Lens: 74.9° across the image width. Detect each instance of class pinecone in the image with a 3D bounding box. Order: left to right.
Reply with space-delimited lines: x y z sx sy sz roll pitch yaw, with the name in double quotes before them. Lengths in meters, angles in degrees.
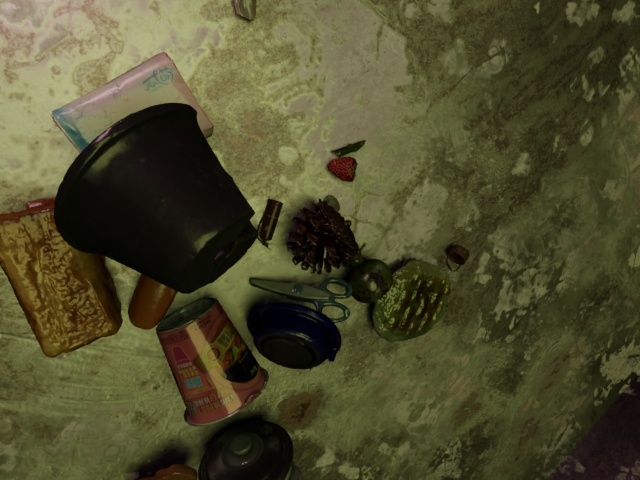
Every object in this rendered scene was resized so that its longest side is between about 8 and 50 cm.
"pinecone" 0.000 0.000 1.121 0.208 0.208 0.207 -6 105 -22

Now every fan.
"fan" 0.019 -0.099 1.203 0.080 0.003 0.060 -15 108 -19

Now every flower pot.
"flower pot" -0.288 -0.043 0.843 0.251 0.379 0.379 42 84 8

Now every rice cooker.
"rice cooker" -0.190 0.667 1.172 0.317 0.264 0.316 10 120 18

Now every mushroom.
"mushroom" -0.180 -0.618 0.964 0.059 0.054 0.202 -11 113 -15

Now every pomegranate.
"pomegranate" 0.133 0.104 1.233 0.148 0.148 0.169 -42 109 -8

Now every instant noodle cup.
"instant noodle cup" -0.288 0.294 1.065 0.244 0.244 0.254 -26 104 -15

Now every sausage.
"sausage" -0.397 0.109 1.031 0.098 0.098 0.238 25 91 -26

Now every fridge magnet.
"fridge magnet" -0.075 0.262 1.137 0.265 0.266 0.112 44 40 -26

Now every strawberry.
"strawberry" 0.064 -0.202 1.169 0.083 0.073 0.073 13 100 11

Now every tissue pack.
"tissue pack" -0.401 -0.256 0.920 0.271 0.124 0.201 -35 118 -12

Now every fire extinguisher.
"fire extinguisher" -0.139 -0.044 1.131 0.056 0.039 0.132 19 97 7

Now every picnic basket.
"picnic basket" 0.448 0.062 1.390 0.083 0.072 0.072 -48 117 -20

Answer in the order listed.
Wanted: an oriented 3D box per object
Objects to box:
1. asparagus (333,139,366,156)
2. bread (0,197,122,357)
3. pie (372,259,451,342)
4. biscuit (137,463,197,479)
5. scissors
"asparagus" 0.084 -0.259 1.177 0.108 0.025 0.021 -25 153 -18
"bread" -0.569 0.078 0.920 0.195 0.149 0.343 -21 110 -30
"pie" 0.301 0.199 1.356 0.307 0.071 0.306 -10 111 -26
"biscuit" -0.451 0.715 1.141 0.186 0.044 0.295 31 109 -28
"scissors" -0.055 0.144 1.161 0.289 0.041 0.138 13 57 -2
